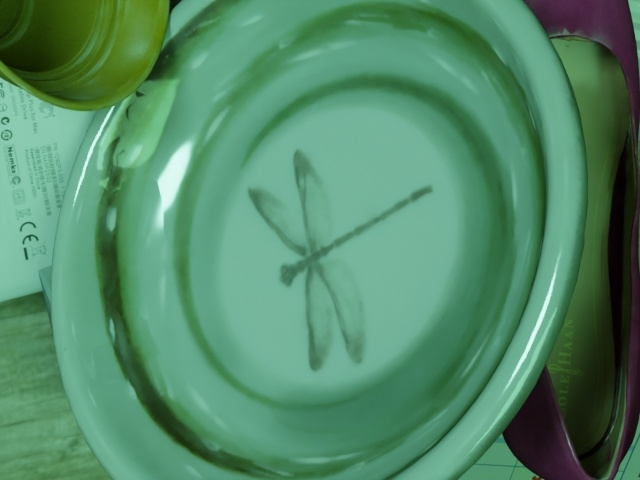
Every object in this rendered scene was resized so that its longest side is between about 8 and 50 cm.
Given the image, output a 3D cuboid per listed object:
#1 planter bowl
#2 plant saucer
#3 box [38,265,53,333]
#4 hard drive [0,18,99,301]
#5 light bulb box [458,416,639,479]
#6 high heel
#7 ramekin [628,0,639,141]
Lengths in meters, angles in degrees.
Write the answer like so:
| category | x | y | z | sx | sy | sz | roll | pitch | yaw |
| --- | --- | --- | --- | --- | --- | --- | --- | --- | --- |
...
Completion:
| category | x | y | z | sx | sy | sz | roll | pitch | yaw |
| --- | --- | --- | --- | --- | --- | --- | --- | --- | --- |
| planter bowl | -0.199 | -0.184 | 0.866 | 0.217 | 0.090 | 0.217 | 19 | 67 | -55 |
| plant saucer | 0.000 | 0.000 | 0.870 | 0.100 | 0.400 | 0.400 | 22 | 104 | -52 |
| box | -0.138 | 0.066 | 1.029 | 0.126 | 0.072 | 0.137 | -20 | 145 | -16 |
| hard drive | -0.280 | -0.040 | 0.953 | 0.307 | 0.040 | 0.203 | -15 | 120 | -19 |
| light bulb box | 0.112 | 0.194 | 1.149 | 0.357 | 0.225 | 0.361 | 8 | 109 | -29 |
| high heel | 0.169 | -0.035 | 0.860 | 0.127 | 0.181 | 0.377 | -3 | 98 | -8 |
| ramekin | 0.205 | -0.183 | 1.029 | 0.109 | 0.207 | 0.207 | 11 | 109 | -20 |
